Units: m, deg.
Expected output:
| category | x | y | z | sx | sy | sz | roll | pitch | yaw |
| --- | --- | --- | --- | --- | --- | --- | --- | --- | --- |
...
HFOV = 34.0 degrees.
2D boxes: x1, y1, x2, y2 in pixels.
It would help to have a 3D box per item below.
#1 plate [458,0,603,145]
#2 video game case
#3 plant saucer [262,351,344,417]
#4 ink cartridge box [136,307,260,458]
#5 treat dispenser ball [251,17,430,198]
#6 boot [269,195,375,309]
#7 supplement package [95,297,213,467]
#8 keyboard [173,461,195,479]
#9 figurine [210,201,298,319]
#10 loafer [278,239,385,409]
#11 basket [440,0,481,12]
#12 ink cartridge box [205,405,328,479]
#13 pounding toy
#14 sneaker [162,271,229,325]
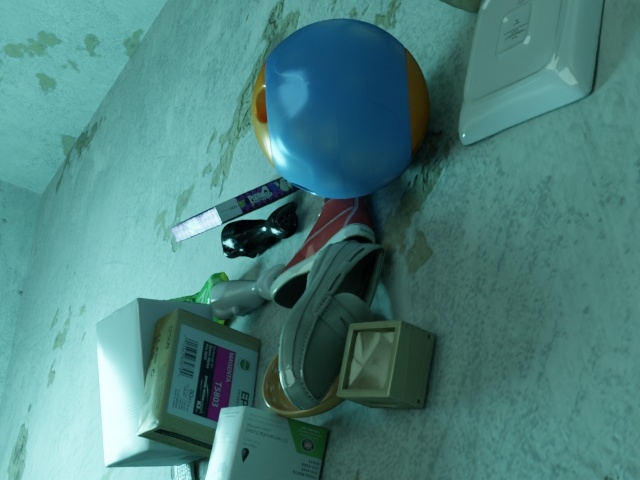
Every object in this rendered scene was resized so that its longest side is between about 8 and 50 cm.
| category | x | y | z | sx | sy | sz | roll | pitch | yaw |
| --- | --- | --- | --- | --- | --- | --- | --- | --- | --- |
| plate | 0.296 | -0.299 | 1.516 | 0.277 | 0.045 | 0.278 | -20 | 53 | 59 |
| video game case | -0.166 | -0.067 | 2.098 | 0.232 | 0.210 | 0.042 | -18 | 98 | 59 |
| plant saucer | 0.001 | 0.204 | 1.647 | 0.200 | 0.037 | 0.200 | -26 | 31 | 17 |
| ink cartridge box | -0.221 | 0.268 | 1.932 | 0.088 | 0.193 | 0.234 | -31 | 45 | 46 |
| treat dispenser ball | 0.032 | -0.212 | 1.688 | 0.288 | 0.288 | 0.288 | -43 | 35 | 42 |
| boot | 0.000 | 0.000 | 1.832 | 0.244 | 0.088 | 0.176 | -41 | 36 | 31 |
| supplement package | -0.313 | 0.279 | 2.035 | 0.177 | 0.175 | 0.293 | -29 | 62 | 45 |
| keyboard | -0.276 | 0.467 | 2.101 | 0.072 | 0.014 | 0.256 | -57 | 28 | 24 |
| figurine | -0.119 | 0.042 | 2.039 | 0.209 | 0.092 | 0.215 | -24 | 51 | 51 |
| loafer | 0.022 | 0.117 | 1.598 | 0.111 | 0.112 | 0.319 | -13 | 40 | 31 |
| basket | 0.162 | -0.581 | 1.680 | 0.328 | 0.331 | 0.266 | -60 | 32 | 18 |
| ink cartridge box | -0.093 | 0.385 | 1.634 | 0.092 | 0.160 | 0.219 | -21 | 54 | 58 |
| pounding toy | 0.096 | 0.176 | 1.518 | 0.141 | 0.100 | 0.130 | -10 | 63 | 49 |
| sneaker | -0.286 | 0.168 | 2.219 | 0.295 | 0.123 | 0.109 | -47 | 33 | 37 |
